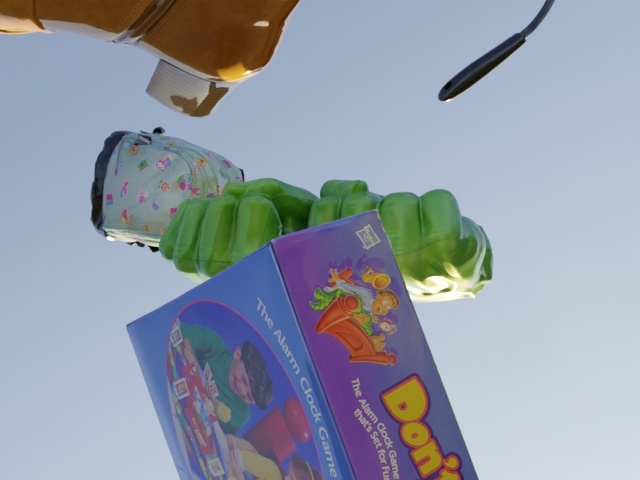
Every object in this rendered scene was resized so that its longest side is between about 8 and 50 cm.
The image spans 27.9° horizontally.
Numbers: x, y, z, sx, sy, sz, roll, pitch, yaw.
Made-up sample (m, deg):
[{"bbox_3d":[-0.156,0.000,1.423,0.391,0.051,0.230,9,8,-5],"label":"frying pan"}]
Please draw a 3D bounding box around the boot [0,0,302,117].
[{"bbox_3d":[-0.152,-0.206,0.859,0.295,0.104,0.211,29,-30,-7],"label":"boot"}]

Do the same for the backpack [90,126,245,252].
[{"bbox_3d":[-0.178,-0.052,1.488,0.115,0.182,0.152,-3,-79,-55],"label":"backpack"}]

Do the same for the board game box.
[{"bbox_3d":[0.008,0.181,0.805,0.078,0.347,0.233,-17,-6,-32],"label":"board game box"}]

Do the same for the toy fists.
[{"bbox_3d":[0.000,0.000,1.061,0.279,0.096,0.142,2,-4,29],"label":"toy fists"}]

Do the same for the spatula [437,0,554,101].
[{"bbox_3d":[0.255,-0.266,1.544,0.296,0.084,0.030,-44,-62,3],"label":"spatula"}]
